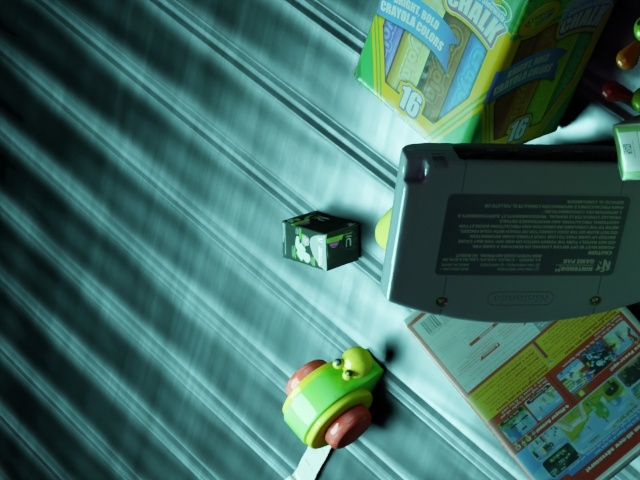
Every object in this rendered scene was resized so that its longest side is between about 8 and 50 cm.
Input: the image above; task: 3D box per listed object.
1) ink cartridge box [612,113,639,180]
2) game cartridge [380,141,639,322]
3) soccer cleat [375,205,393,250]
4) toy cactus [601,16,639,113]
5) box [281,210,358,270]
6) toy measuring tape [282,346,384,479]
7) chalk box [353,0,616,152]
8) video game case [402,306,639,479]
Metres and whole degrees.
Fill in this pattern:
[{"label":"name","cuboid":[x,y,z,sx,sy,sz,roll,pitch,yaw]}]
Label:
[{"label":"ink cartridge box","cuboid":[0.404,-0.104,1.677,0.209,0.109,0.062,-2,104,47]},{"label":"game cartridge","cuboid":[0.215,-0.006,1.808,0.062,0.297,0.198,-109,24,-54]},{"label":"soccer cleat","cuboid":[0.144,-0.047,1.954,0.121,0.093,0.289,40,154,-22]},{"label":"toy cactus","cuboid":[0.389,-0.202,1.669,0.180,0.112,0.219,30,102,8]},{"label":"box","cuboid":[0.000,0.000,2.195,0.083,0.062,0.052,18,117,43]},{"label":"toy measuring tape","cuboid":[-0.014,0.257,2.276,0.121,0.121,0.330,49,135,23]},{"label":"chalk box","cuboid":[0.188,-0.255,1.798,0.179,0.180,0.289,44,134,27]},{"label":"video game case","cuboid":[0.255,0.133,1.898,0.204,0.025,0.285,-40,69,1]}]
